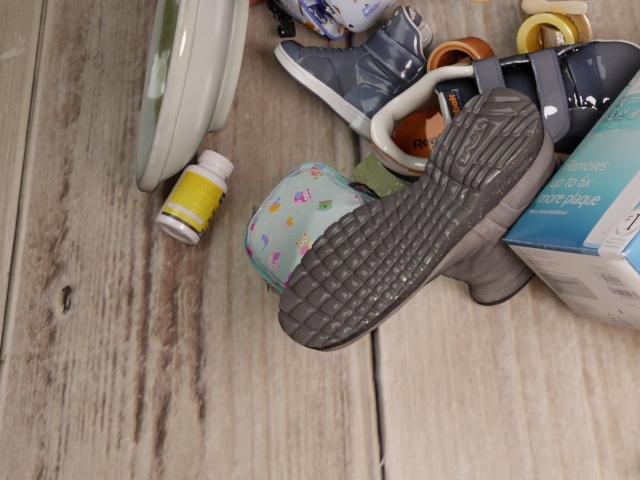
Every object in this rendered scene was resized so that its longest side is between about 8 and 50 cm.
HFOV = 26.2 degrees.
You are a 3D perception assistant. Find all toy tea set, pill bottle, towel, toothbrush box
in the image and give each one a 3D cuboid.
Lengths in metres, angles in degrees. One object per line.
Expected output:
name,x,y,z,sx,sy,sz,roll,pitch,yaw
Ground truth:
toy tea set,0.216,-0.282,1.535,0.200,0.336,0.124,23,31,21
pill bottle,-0.161,-0.058,1.794,0.065,0.065,0.116,15,70,43
towel,0.115,-0.095,1.636,0.148,0.027,0.110,-39,45,6
toothbrush box,0.347,-0.064,1.294,0.295,0.126,0.216,-49,18,-11

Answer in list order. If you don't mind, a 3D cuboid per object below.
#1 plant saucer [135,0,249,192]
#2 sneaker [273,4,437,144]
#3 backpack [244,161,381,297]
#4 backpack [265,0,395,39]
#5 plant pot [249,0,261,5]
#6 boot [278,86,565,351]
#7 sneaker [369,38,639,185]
plant saucer,-0.164,-0.254,1.820,0.400,0.100,0.401,-170,90,-78
sneaker,0.051,-0.237,1.735,0.226,0.086,0.163,42,100,37
backpack,0.000,0.000,1.574,0.166,0.144,0.188,-54,40,0
backpack,0.010,-0.415,1.776,0.276,0.263,0.213,-52,40,-5
plant pot,-0.143,-0.511,1.985,0.274,0.243,0.275,-20,50,26
boot,0.132,0.021,1.402,0.338,0.223,0.118,-40,54,2
sneaker,0.205,-0.139,1.498,0.321,0.127,0.126,-20,73,19
